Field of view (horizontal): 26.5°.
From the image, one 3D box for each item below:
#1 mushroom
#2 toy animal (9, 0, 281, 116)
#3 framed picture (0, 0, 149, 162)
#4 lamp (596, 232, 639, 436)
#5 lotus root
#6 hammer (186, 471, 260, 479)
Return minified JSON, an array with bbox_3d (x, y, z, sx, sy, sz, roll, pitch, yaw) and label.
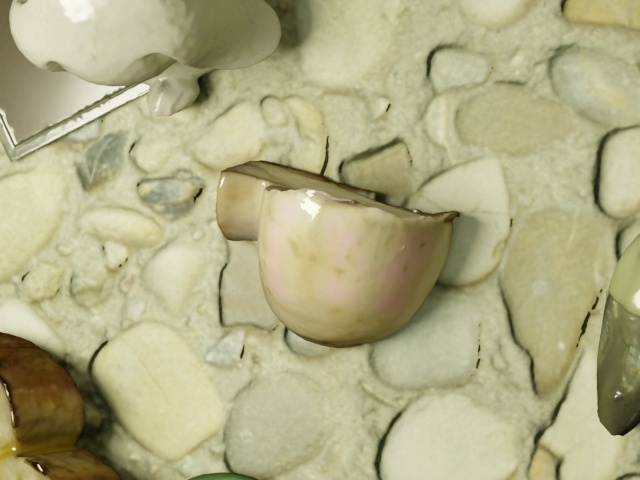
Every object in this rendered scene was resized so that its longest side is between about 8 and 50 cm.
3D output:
[{"bbox_3d":[-0.006,0.026,1.353,0.236,0.162,0.173,16,96,14],"label":"mushroom"},{"bbox_3d":[-0.181,-0.225,1.317,0.271,0.265,0.206,2,94,7],"label":"toy animal"},{"bbox_3d":[-0.309,-0.238,1.484,0.197,0.014,0.252,-25,88,14],"label":"framed picture"},{"bbox_3d":[0.319,0.072,1.309,0.101,0.101,0.250,20,106,12],"label":"lamp"},{"bbox_3d":[-0.375,0.299,1.453,0.375,0.111,0.390,-29,73,26],"label":"lotus root"},{"bbox_3d":[-0.192,0.355,1.459,0.335,0.119,0.206,-5,92,21],"label":"hammer"}]
